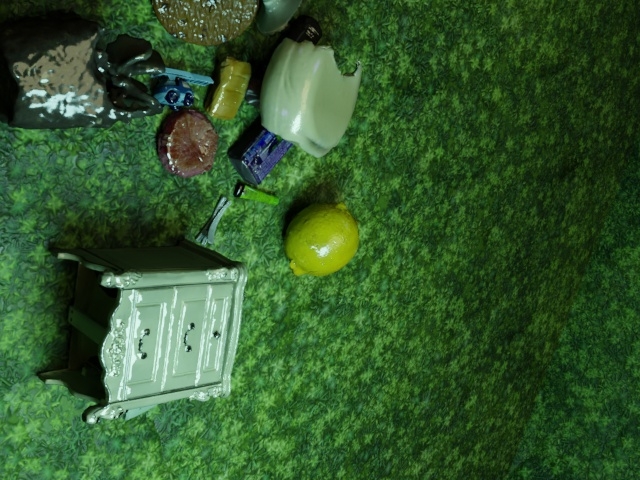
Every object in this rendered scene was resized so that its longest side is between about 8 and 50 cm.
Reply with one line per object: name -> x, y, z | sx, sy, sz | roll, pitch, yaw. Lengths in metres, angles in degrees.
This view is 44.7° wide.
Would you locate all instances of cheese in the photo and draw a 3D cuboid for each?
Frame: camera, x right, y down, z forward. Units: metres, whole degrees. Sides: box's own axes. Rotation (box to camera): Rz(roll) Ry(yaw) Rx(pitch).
cheese -> -0.020, -0.303, 1.636 | 0.266, 0.127, 0.233 | 25, 85, -65

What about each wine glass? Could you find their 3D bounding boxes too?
wine glass -> -0.169, -0.543, 1.519 | 0.321, 0.143, 0.143 | 32, 81, -45

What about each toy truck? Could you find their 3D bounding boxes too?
toy truck -> -0.273, -0.298, 1.556 | 0.136, 0.063, 0.074 | 1, 83, -49

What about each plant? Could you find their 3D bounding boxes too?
plant -> -0.413, -0.289, 1.313 | 0.276, 0.199, 0.188 | -12, 116, -36

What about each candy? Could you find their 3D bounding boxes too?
candy -> -0.082, -0.262, 1.759 | 0.312, 0.061, 0.088 | -50, 135, -22

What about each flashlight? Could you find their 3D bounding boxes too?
flashlight -> -0.081, -0.392, 1.703 | 0.232, 0.093, 0.093 | -59, 136, -20

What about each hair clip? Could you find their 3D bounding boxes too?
hair clip -> -0.228, -0.041, 1.706 | 0.030, 0.039, 0.115 | 41, 72, -51

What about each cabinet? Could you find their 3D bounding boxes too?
cabinet -> -0.345, 0.163, 1.518 | 0.318, 0.227, 0.290 | -1, 106, -46

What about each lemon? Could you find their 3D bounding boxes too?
lemon -> 0.000, 0.000, 1.856 | 0.206, 0.173, 0.173 | -48, 133, -10

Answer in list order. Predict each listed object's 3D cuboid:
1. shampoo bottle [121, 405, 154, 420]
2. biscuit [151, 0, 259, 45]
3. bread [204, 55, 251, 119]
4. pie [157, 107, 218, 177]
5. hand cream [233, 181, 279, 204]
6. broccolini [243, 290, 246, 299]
shampoo bottle -> -0.352, 0.329, 1.706 | 0.190, 0.041, 0.069 | -18, 111, -41
biscuit -> -0.218, -0.460, 1.475 | 0.212, 0.212, 0.036 | 41, 30, -45
bread -> -0.193, -0.317, 1.624 | 0.074, 0.053, 0.132 | 10, 107, -46
pie -> -0.270, -0.199, 1.604 | 0.153, 0.038, 0.154 | -20, 118, -43
hand cream -> -0.145, -0.103, 1.777 | 0.122, 0.023, 0.036 | 14, 105, -46
broccolini -> -0.228, 0.152, 1.784 | 0.140, 0.030, 0.035 | -38, 120, -25
